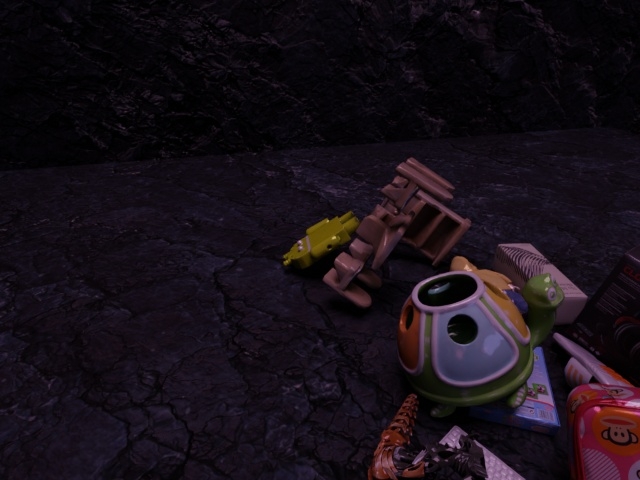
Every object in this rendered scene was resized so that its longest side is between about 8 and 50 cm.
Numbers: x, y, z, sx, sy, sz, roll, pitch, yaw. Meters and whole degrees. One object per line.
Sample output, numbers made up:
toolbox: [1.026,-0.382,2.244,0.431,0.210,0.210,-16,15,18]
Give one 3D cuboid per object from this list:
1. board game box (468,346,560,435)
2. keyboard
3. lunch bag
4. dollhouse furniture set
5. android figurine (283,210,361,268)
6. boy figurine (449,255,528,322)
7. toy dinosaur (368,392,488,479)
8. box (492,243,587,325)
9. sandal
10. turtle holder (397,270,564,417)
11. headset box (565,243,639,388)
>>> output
board game box: [0.402,0.298,0.861,0.160,0.039,0.211,8,32,15]
keyboard: [0.316,0.420,0.672,0.072,0.014,0.256,-22,36,-34]
lunch bag: [0.523,0.353,0.573,0.293,0.258,0.120,-4,-5,23]
dollhouse furniture set: [0.254,-0.012,1.119,0.256,0.362,0.394,35,26,7]
android figurine: [0.000,0.000,1.261,0.272,0.056,0.248,-31,17,6]
boy figurine: [0.445,0.139,1.093,0.177,0.092,0.285,-14,32,-23]
toy dinosaur: [0.147,0.379,0.625,0.218,0.164,0.322,-9,48,17]
box: [0.602,0.114,1.130,0.113,0.094,0.275,-2,29,-6]
sandal: [0.568,0.287,0.856,0.102,0.076,0.265,28,12,2]
turtle holder: [0.306,0.185,0.792,0.320,0.228,0.243,-8,25,30]
headset box: [0.689,0.155,0.817,0.110,0.293,0.218,-21,48,-25]
